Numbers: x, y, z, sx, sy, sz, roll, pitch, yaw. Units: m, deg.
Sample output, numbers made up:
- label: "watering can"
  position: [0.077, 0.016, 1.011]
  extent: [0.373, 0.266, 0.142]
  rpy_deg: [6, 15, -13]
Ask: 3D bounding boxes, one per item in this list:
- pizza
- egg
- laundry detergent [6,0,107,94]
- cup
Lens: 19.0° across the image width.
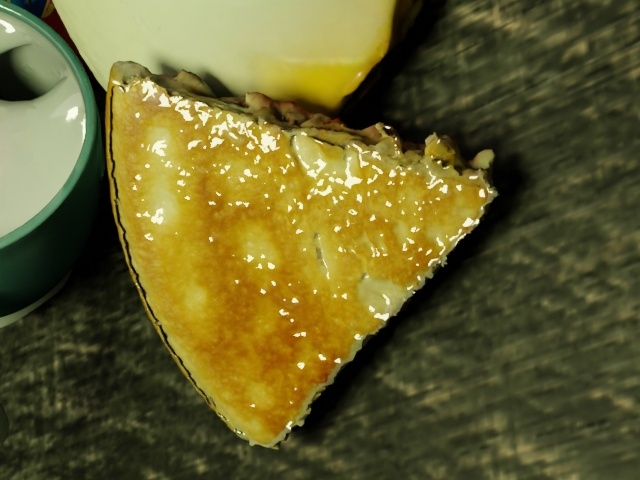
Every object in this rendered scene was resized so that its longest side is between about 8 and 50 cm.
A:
- label: "pizza"
  position: [0.000, 0.000, 0.898]
  extent: [0.193, 0.053, 0.201]
  rpy_deg: [-6, 107, 22]
- label: "egg"
  position: [-0.068, -0.178, 0.952]
  extent: [0.264, 0.174, 0.286]
  rpy_deg: [27, 105, 53]
- label: "laundry detergent"
  position: [-0.149, -0.134, 1.130]
  extent: [0.165, 0.049, 0.097]
  rpy_deg: [55, 128, 40]
- label: "cup"
  position: [-0.196, -0.029, 1.053]
  extent: [0.173, 0.167, 0.299]
  rpy_deg: [86, 177, -68]
